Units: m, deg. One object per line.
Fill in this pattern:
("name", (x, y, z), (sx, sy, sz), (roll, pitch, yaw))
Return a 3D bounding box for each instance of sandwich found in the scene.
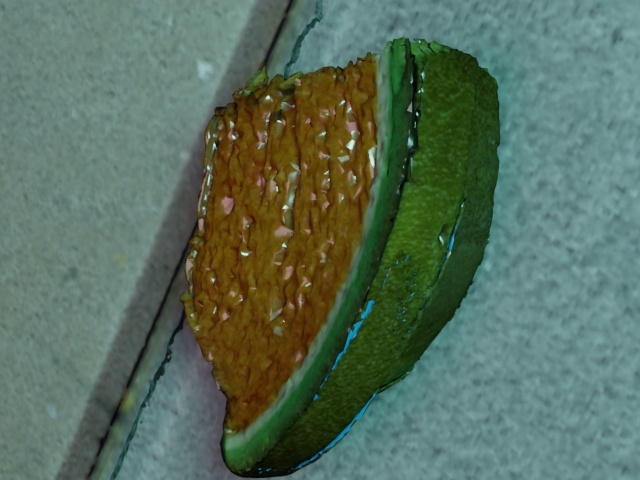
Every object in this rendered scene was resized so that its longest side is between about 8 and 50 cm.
("sandwich", (0.007, 0.009, 0.959), (0.159, 0.079, 0.235), (21, 103, 48))
